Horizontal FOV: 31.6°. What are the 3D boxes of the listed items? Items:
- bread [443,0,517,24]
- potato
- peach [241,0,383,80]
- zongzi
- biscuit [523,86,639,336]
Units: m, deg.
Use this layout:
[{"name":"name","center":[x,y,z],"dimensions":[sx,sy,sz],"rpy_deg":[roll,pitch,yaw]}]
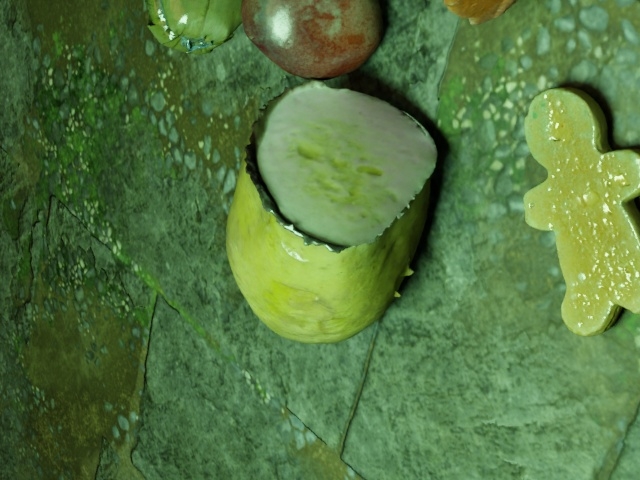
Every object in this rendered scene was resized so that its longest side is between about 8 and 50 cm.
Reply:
[{"name":"bread","center":[0.113,-0.314,1.041],"dimensions":[0.123,0.190,0.244],"rpy_deg":[-39,66,12]},{"name":"potato","center":[0.000,0.000,1.249],"dimensions":[0.229,0.229,0.266],"rpy_deg":[52,148,27]},{"name":"peach","center":[-0.019,-0.246,1.238],"dimensions":[0.152,0.152,0.152],"rpy_deg":[15,111,46]},{"name":"zongzi","center":[-0.163,-0.338,1.363],"dimensions":[0.274,0.125,0.251],"rpy_deg":[5,83,63]},{"name":"biscuit","center":[0.256,-0.034,1.063],"dimensions":[0.153,0.030,0.234],"rpy_deg":[-28,78,48]}]
